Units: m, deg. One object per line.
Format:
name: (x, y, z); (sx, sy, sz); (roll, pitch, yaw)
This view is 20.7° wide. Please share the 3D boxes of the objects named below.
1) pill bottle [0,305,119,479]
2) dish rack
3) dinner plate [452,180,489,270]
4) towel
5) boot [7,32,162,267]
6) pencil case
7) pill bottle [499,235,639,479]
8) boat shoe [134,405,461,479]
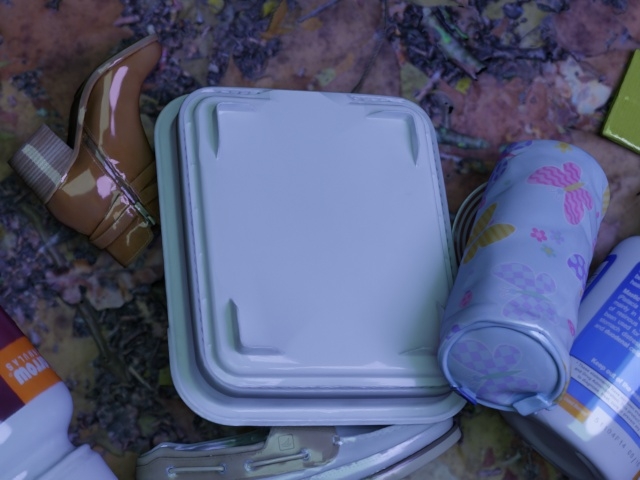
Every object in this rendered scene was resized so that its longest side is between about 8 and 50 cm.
pill bottle: (-0.357, 0.131, 1.502); (0.224, 0.224, 0.392); (-39, 89, -12)
dish rack: (0.000, 0.000, 1.590); (0.285, 0.072, 0.333); (1, 64, -17)
dinner plate: (0.195, 0.005, 1.704); (0.141, 0.017, 0.141); (1, 81, -7)
towel: (0.402, -0.098, 1.749); (0.237, 0.021, 0.102); (25, 75, -3)
boot: (-0.178, -0.085, 1.646); (0.152, 0.073, 0.197); (43, 77, -8)
pencil case: (0.189, 0.028, 1.573); (0.124, 0.113, 0.273); (36, 43, -15)
pill bottle: (0.302, 0.093, 1.638); (0.152, 0.152, 0.272); (41, 79, 0)
boat shoe: (-0.022, 0.195, 1.596); (0.302, 0.113, 0.103); (-20, 89, -10)
